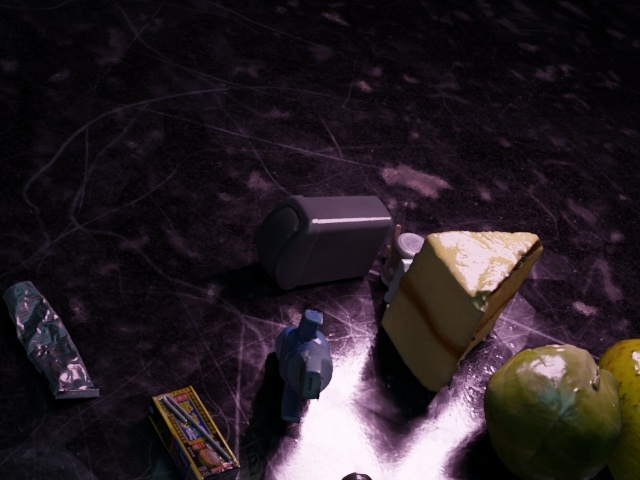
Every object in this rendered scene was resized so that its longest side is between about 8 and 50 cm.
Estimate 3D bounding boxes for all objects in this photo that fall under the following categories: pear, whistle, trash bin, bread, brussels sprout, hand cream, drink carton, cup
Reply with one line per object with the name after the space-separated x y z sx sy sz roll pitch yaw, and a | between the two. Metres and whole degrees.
0.622 0.296 1.599 0.342 0.238 0.318 -27 67 -42 | pear
-0.026 0.196 1.497 0.093 0.180 0.269 13 5 -5 | whistle
0.000 0.000 1.726 0.236 0.176 0.101 -5 45 -33 | trash bin
0.282 0.123 1.636 0.236 0.263 0.198 -5 48 -29 | bread
0.384 0.284 1.525 0.244 0.244 0.244 12 40 -10 | brussels sprout
-0.435 0.152 1.460 0.075 0.052 0.248 -17 52 -35 | hand cream
-0.192 0.299 1.390 0.071 0.056 0.165 -11 48 -36 | drink carton
0.169 0.032 1.816 0.074 0.099 0.102 17 40 -5 | cup

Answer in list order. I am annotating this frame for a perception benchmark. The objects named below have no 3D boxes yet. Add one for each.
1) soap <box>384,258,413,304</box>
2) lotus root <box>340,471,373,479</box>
0.233 0.092 1.764 0.199 0.114 0.063 -1 44 -22 | soap
0.051 0.450 1.236 0.175 0.175 0.349 18 38 -2 | lotus root
